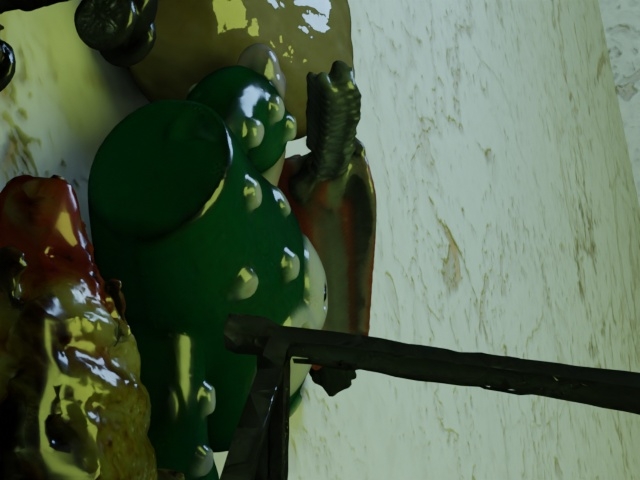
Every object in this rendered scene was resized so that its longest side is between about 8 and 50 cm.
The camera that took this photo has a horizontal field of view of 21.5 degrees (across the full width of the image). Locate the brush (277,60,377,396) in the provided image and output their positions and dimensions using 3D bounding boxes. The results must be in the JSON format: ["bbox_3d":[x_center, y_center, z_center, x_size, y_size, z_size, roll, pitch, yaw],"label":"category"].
[{"bbox_3d":[-0.001,0.000,1.029,0.323,0.051,0.070,92,-19,-55],"label":"brush"}]

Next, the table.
[{"bbox_3d":[0.065,0.242,0.742,0.222,0.272,0.335,-73,168,-53],"label":"table"}]

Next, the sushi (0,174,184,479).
[{"bbox_3d":[-0.115,0.084,0.709,0.097,0.103,0.226,12,71,-42],"label":"sushi"}]

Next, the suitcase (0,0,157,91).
[{"bbox_3d":[-0.150,-0.236,0.688,0.202,0.128,0.312,37,47,-64],"label":"suitcase"}]

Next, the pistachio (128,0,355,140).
[{"bbox_3d":[-0.047,-0.115,0.969,0.108,0.126,0.185,44,23,25],"label":"pistachio"}]

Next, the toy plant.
[{"bbox_3d":[-0.056,0.030,0.861,0.232,0.113,0.243,-59,153,-56],"label":"toy plant"}]
